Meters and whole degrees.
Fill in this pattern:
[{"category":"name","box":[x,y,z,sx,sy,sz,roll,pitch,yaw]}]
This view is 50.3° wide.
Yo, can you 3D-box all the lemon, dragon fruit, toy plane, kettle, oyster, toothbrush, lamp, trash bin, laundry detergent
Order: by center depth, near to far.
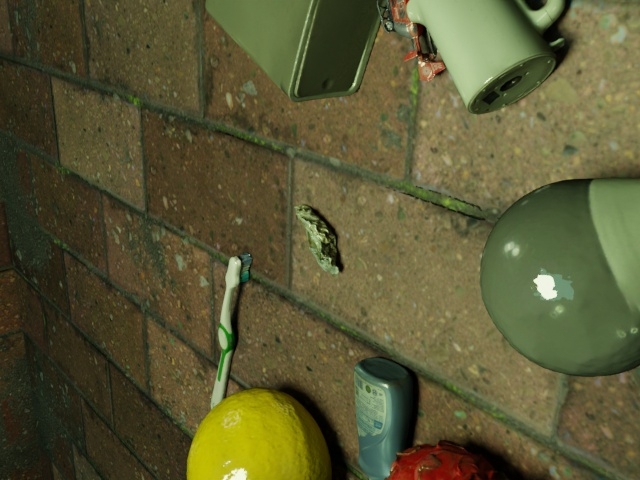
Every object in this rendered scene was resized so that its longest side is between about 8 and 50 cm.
[{"category":"lamp","box":[0.296,0.026,0.592,0.314,0.182,0.181,-8,97,33]},{"category":"kettle","box":[0.170,-0.224,0.696,0.127,0.098,0.148,-46,63,54]},{"category":"toy plane","box":[0.108,-0.256,0.807,0.060,0.037,0.145,-19,83,42]},{"category":"dragon fruit","box":[0.162,0.340,0.848,0.209,0.172,0.172,-8,96,62]},{"category":"trash bin","box":[-0.044,-0.316,0.907,0.240,0.122,0.164,46,135,33]},{"category":"laundry detergent","box":[0.089,0.278,0.994,0.097,0.061,0.206,18,116,44]},{"category":"oyster","box":[-0.001,0.000,1.040,0.098,0.037,0.100,39,154,60]},{"category":"lemon","box":[-0.105,0.358,1.131,0.219,0.241,0.240,-111,33,-41]},{"category":"toothbrush","box":[-0.184,0.195,1.316,0.042,0.040,0.417,40,131,33]}]
